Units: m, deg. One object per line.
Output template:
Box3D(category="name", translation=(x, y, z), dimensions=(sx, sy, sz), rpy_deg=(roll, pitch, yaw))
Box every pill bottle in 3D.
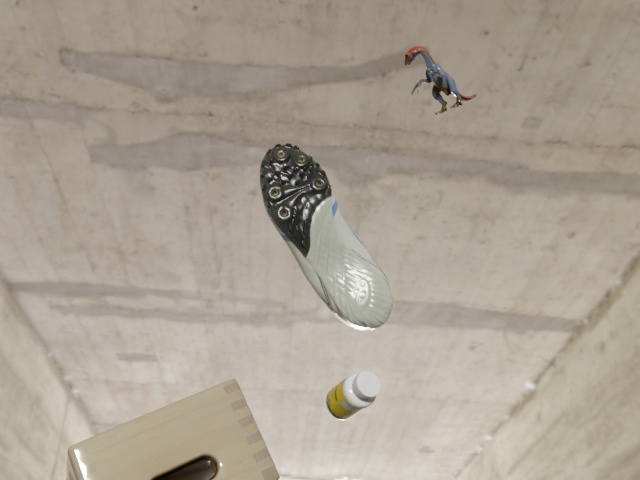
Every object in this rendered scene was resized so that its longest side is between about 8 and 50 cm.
Box3D(category="pill bottle", translation=(0.061, 0.275, 1.320), dimensions=(0.065, 0.065, 0.116), rpy_deg=(15, -35, -20))

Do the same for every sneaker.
Box3D(category="sneaker", translation=(0.000, 0.000, 0.843), dimensions=(0.085, 0.237, 0.086), rpy_deg=(-30, -2, -14))

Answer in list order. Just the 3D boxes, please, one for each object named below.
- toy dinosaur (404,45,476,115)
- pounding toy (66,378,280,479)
Box3D(category="toy dinosaur", translation=(0.131, -0.188, 0.851), dimensions=(0.047, 0.090, 0.082), rpy_deg=(-15, -79, 39))
Box3D(category="pounding toy", translation=(-0.111, 0.178, 0.484), dimensions=(0.141, 0.100, 0.130), rpy_deg=(-19, -19, -27))
